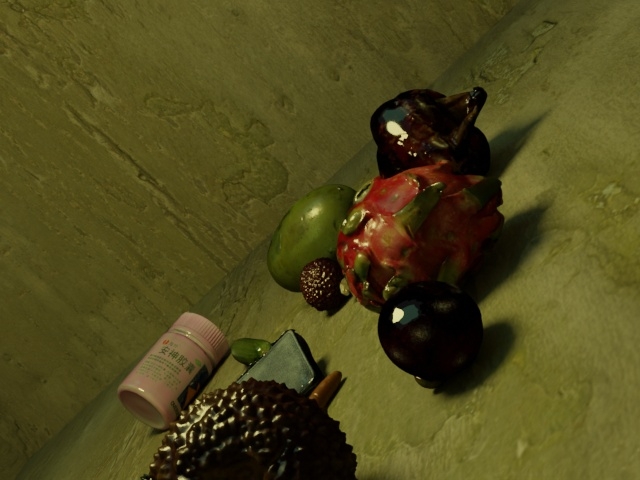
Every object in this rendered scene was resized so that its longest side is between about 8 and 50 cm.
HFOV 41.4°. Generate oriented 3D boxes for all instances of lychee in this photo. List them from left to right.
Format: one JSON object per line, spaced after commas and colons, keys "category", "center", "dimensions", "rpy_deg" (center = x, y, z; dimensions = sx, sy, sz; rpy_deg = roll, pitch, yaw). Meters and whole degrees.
{"category": "lychee", "center": [-0.080, 0.304, 1.083], "dimensions": [0.267, 0.267, 0.267], "rpy_deg": [-43, 10, 10]}
{"category": "lychee", "center": [0.008, 0.097, 1.894], "dimensions": [0.123, 0.123, 0.129], "rpy_deg": [-32, 20, 50]}

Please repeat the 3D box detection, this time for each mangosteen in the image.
{"category": "mangosteen", "center": [0.151, 0.131, 1.167], "dimensions": [0.152, 0.152, 0.152], "rpy_deg": [-43, 10, 10]}

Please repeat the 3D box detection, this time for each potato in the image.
{"category": "potato", "center": [-0.001, 0.001, 2.028], "dimensions": [0.304, 0.215, 0.216], "rpy_deg": [-49, 8, 20]}

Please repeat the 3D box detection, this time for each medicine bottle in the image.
{"category": "medicine bottle", "center": [-0.398, 0.354, 2.308], "dimensions": [0.178, 0.178, 0.291], "rpy_deg": [-32, 16, 52]}

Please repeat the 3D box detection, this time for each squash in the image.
{"category": "squash", "center": [-0.161, 0.267, 2.022], "dimensions": [0.069, 0.069, 0.239], "rpy_deg": [-48, 13, -18]}

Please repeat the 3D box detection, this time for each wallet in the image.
{"category": "wallet", "center": [-0.095, 0.287, 1.618], "dimensions": [0.222, 0.036, 0.167], "rpy_deg": [-45, 37, 7]}

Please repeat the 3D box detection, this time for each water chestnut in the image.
{"category": "water chestnut", "center": [0.243, -0.200, 1.804], "dimensions": [0.244, 0.289, 0.289], "rpy_deg": [-4, 29, 23]}

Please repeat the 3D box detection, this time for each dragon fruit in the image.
{"category": "dragon fruit", "center": [0.168, -0.007, 1.390], "dimensions": [0.302, 0.237, 0.231], "rpy_deg": [-38, 28, -22]}

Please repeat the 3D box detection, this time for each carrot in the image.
{"category": "carrot", "center": [-0.035, 0.313, 1.435], "dimensions": [0.248, 0.043, 0.043], "rpy_deg": [-49, 11, -32]}

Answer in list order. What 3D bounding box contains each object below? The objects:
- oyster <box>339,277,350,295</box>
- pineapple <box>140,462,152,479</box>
{"category": "oyster", "center": [0.110, 0.043, 1.824], "dimensions": [0.191, 0.081, 0.163], "rpy_deg": [-54, 17, -25]}
{"category": "pineapple", "center": [-0.368, 0.547, 1.693], "dimensions": [0.103, 0.083, 0.221], "rpy_deg": [-33, 14, 47]}
